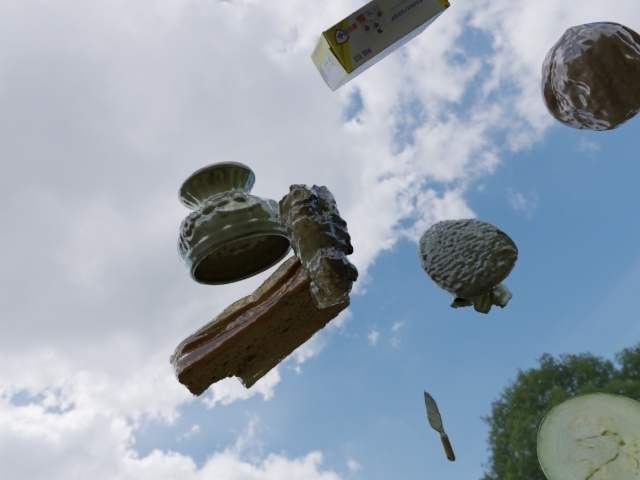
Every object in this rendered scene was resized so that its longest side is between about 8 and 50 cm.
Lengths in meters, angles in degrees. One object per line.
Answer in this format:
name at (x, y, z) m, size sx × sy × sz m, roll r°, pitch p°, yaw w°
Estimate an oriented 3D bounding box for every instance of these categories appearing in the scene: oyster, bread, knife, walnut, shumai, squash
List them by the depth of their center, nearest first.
oyster at (0.011, 0.008, 0.864) m, size 0.161 × 0.107 × 0.233 m, roll -4°, pitch -94°, yaw -41°
squash at (0.570, 0.424, 0.939) m, size 0.252 × 0.252 × 0.049 m, roll -40°, pitch -53°, yaw 6°
bread at (-0.116, 0.181, 0.960) m, size 0.380 × 0.109 × 0.185 m, roll -37°, pitch -45°, yaw -15°
walnut at (0.663, -0.398, 1.134) m, size 0.273 × 0.274 × 0.227 m, roll 21°, pitch -31°, yaw -28°
knife at (0.311, 0.497, 1.243) m, size 0.017 × 0.047 × 0.298 m, roll -46°, pitch -52°, yaw -32°
shumai at (0.508, 0.093, 1.615) m, size 0.292 × 0.330 × 0.288 m, roll -54°, pitch -37°, yaw 2°

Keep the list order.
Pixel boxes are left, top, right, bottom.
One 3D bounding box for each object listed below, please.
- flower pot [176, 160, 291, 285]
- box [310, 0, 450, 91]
flower pot at (-0.239, -0.049, 1.214) m, size 0.307 × 0.244 × 0.307 m, roll -21°, pitch -22°, yaw -9°
box at (0.119, -0.443, 0.999) m, size 0.265 × 0.168 × 0.097 m, roll -36°, pitch -80°, yaw -6°
